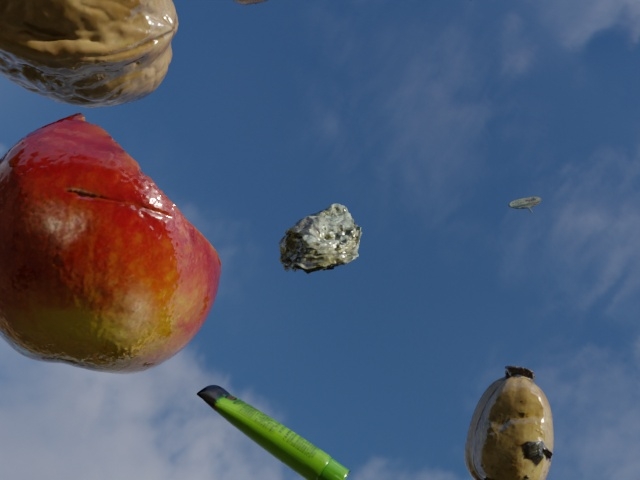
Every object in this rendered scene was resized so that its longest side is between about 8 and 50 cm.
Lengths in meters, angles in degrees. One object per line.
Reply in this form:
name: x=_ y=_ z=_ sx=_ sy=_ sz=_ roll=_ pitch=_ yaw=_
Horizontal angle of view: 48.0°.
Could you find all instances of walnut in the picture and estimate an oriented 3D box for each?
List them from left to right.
walnut: x=-0.373 y=-0.345 z=1.093 sx=0.313 sy=0.252 sz=0.277 roll=10 pitch=-75 yaw=3

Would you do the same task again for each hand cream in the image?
hand cream: x=-0.035 y=0.142 z=0.522 sx=0.122 sy=0.036 sz=0.023 roll=32 pitch=-87 yaw=14

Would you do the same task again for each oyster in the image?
oyster: x=0.000 y=0.000 z=1.044 sx=0.125 sy=0.177 sz=0.064 roll=-4 pitch=-66 yaw=-6

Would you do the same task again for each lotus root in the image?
lotus root: x=0.335 y=0.350 z=1.253 sx=0.140 sy=0.154 sz=0.256 roll=23 pitch=-107 yaw=-18

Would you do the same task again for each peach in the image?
peach: x=-0.169 y=0.005 z=0.562 sx=0.190 sy=0.190 sz=0.192 roll=16 pitch=-82 yaw=6

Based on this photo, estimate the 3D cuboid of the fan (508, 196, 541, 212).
fan: x=0.396 y=-0.070 z=1.359 sx=0.060 sy=0.080 sz=0.003 roll=-24 pitch=-68 yaw=-18

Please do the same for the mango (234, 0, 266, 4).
mango: x=-0.111 y=-0.374 z=0.869 sx=0.102 sy=0.085 sz=0.184 roll=-25 pitch=-72 yaw=15
